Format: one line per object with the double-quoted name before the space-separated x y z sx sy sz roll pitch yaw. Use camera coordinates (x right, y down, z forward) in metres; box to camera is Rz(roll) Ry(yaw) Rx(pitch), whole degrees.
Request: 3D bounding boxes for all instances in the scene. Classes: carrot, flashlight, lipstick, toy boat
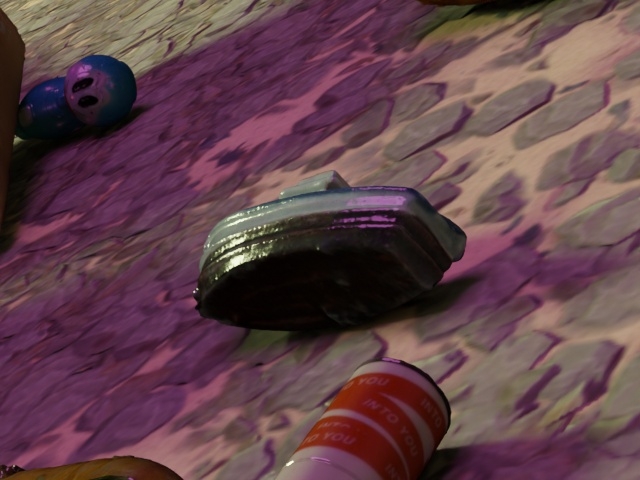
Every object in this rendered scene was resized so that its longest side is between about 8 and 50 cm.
"carrot" -0.120 0.109 0.724 0.049 0.049 0.254 -43 18 -34
"flashlight" -0.175 -0.095 1.334 0.051 0.051 0.129 -43 15 -34
"lipstick" -0.002 0.089 0.591 0.038 0.038 0.131 -15 23 38
"toy boat" 0.000 0.000 0.785 0.140 0.059 0.066 -15 36 42

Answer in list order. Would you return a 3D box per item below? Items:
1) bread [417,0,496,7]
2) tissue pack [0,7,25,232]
"bread" 0.106 -0.226 1.035 0.250 0.179 0.133 -11 31 45
"tissue pack" -0.342 -0.090 1.264 0.238 0.239 0.305 -27 27 9
